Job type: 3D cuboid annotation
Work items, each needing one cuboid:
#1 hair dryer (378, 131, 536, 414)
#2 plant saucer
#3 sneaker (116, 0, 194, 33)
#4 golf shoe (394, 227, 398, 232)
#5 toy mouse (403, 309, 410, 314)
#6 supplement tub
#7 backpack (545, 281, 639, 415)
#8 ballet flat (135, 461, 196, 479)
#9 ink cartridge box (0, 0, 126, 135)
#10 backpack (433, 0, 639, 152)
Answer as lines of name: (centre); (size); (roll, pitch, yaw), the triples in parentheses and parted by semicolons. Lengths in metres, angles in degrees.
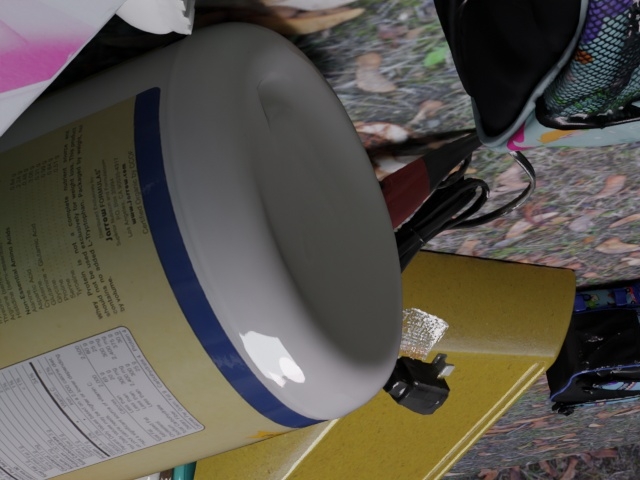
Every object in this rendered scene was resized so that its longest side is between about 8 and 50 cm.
hair dryer: (0.000, 0.000, 1.036); (0.293, 0.224, 0.080); (14, -170, -32)
plant saucer: (0.073, 0.157, 1.411); (0.332, 0.081, 0.333); (8, 131, -43)
sneaker: (-0.102, -0.156, 0.556); (0.094, 0.090, 0.235); (-5, 156, 8)
golf shoe: (-0.004, 0.023, 1.152); (0.069, 0.086, 0.176); (2, 161, -39)
toy mouse: (0.011, 0.059, 1.206); (0.143, 0.031, 0.161); (-8, -164, -17)
supplement tub: (-0.134, 0.028, 0.837); (0.316, 0.228, 0.228); (-19, 161, 22)
backpack: (0.338, 0.115, 1.576); (0.173, 0.117, 0.158); (-8, 162, -6)
ballet flat: (-0.135, 0.099, 1.125); (0.139, 0.139, 0.400); (-13, -169, 8)
ink cartridge box: (-0.229, -0.126, 0.457); (0.324, 0.071, 0.330); (18, 152, -26)
backpack: (0.112, -0.144, 0.466); (0.191, 0.225, 0.253); (-3, 166, -6)
